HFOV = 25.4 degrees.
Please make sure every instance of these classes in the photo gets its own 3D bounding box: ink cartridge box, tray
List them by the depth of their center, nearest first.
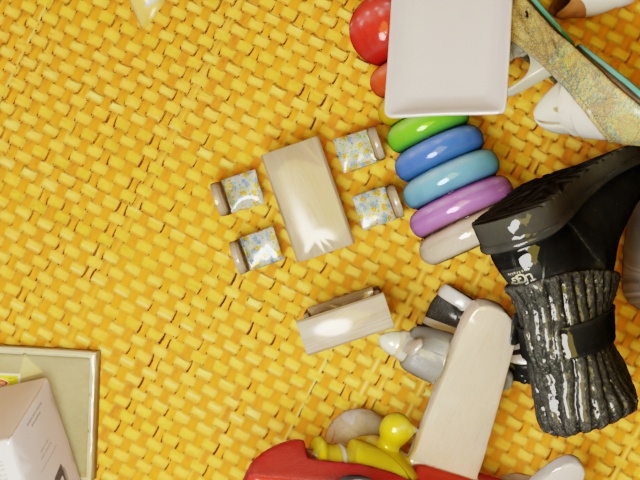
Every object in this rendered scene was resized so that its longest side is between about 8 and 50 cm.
[{"bbox_3d":[0.154,-0.268,1.661,0.145,0.030,0.270,0,74,17],"label":"tray"},{"bbox_3d":[-0.394,0.338,1.679,0.198,0.197,0.270,-13,105,6],"label":"ink cartridge box"}]

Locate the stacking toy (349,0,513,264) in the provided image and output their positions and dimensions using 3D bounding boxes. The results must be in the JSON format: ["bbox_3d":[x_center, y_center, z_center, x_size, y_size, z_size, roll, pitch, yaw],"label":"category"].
[{"bbox_3d":[0.123,-0.144,1.717,0.141,0.141,0.330,-25,86,2],"label":"stacking toy"}]

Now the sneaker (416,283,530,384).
[{"bbox_3d":[0.211,0.159,1.750,0.217,0.079,0.121,34,96,9],"label":"sneaker"}]

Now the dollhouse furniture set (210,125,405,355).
[{"bbox_3d":[0.000,0.000,1.704,0.212,0.161,0.242,-19,91,3],"label":"dollhouse furniture set"}]

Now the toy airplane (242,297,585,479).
[{"bbox_3d":[0.111,0.288,1.685,0.386,0.272,0.384,-36,128,-7],"label":"toy airplane"}]

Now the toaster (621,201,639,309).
[{"bbox_3d":[0.441,-0.009,1.697,0.129,0.146,0.227,9,92,1],"label":"toaster"}]

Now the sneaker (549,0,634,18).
[{"bbox_3d":[0.283,-0.392,1.669,0.123,0.106,0.290,-20,114,0],"label":"sneaker"}]

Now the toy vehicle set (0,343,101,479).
[{"bbox_3d":[-0.413,0.214,1.787,0.266,0.035,0.166,3,92,2],"label":"toy vehicle set"}]

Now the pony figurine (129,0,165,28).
[{"bbox_3d":[-0.266,-0.485,1.668,0.363,0.303,0.351,35,101,-15],"label":"pony figurine"}]

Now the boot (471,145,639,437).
[{"bbox_3d":[0.304,0.050,1.614,0.131,0.348,0.260,-17,99,40],"label":"boot"}]

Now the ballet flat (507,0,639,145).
[{"bbox_3d":[0.271,-0.195,1.664,0.123,0.123,0.348,-41,60,3],"label":"ballet flat"}]
